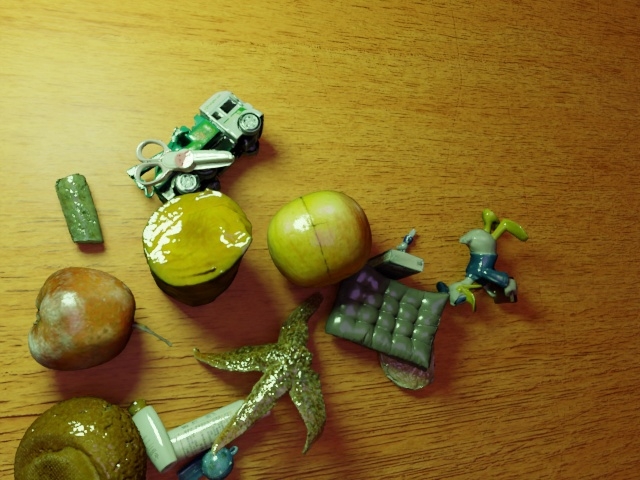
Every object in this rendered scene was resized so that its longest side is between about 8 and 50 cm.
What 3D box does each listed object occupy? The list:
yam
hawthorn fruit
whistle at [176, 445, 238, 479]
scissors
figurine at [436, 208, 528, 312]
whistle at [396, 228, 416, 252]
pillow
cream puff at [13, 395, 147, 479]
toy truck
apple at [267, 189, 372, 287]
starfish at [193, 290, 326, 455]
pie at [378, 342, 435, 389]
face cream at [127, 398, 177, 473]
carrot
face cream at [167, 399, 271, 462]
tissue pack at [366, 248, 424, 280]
[{"bbox_3d":[-0.596,-0.073,1.190,0.078,0.078,0.180,-16,93,-20],"label":"yam"},{"bbox_3d":[-0.540,0.173,1.113,0.262,0.231,0.235,-17,99,-57],"label":"hawthorn fruit"},{"bbox_3d":[-0.276,0.574,1.215,0.157,0.090,0.090,-33,95,-20],"label":"whistle"},{"bbox_3d":[-0.325,-0.189,1.150,0.241,0.030,0.118,-1,75,4],"label":"scissors"},{"bbox_3d":[0.497,0.109,1.525,0.338,0.204,0.284,-37,104,-7],"label":"figurine"},{"bbox_3d":[0.270,0.000,1.504,0.033,0.029,0.083,35,81,4],"label":"whistle"},{"bbox_3d":[0.193,0.212,1.379,0.325,0.101,0.228,21,72,-4],"label":"pillow"},{"bbox_3d":[-0.518,0.494,1.076,0.302,0.212,0.304,2,99,15],"label":"cream puff"},{"bbox_3d":[-0.310,-0.228,1.259,0.178,0.176,0.363,44,73,3],"label":"toy truck"},{"bbox_3d":[0.000,0.000,1.278,0.285,0.286,0.233,-20,81,-20],"label":"apple"},{"bbox_3d":[-0.114,0.342,1.235,0.383,0.132,0.399,-14,63,-12],"label":"starfish"},{"bbox_3d":[0.262,0.338,1.449,0.184,0.052,0.219,2,84,-20],"label":"pie"},{"bbox_3d":[-0.406,0.468,1.160,0.072,0.051,0.182,-47,63,7],"label":"face cream"},{"bbox_3d":[-0.302,0.020,1.166,0.241,0.341,0.242,6,68,-14],"label":"carrot"},{"bbox_3d":[-0.257,0.476,1.240,0.268,0.082,0.082,-18,90,-21],"label":"face cream"},{"bbox_3d":[0.215,0.073,1.408,0.112,0.156,0.051,17,71,-16],"label":"tissue pack"}]
